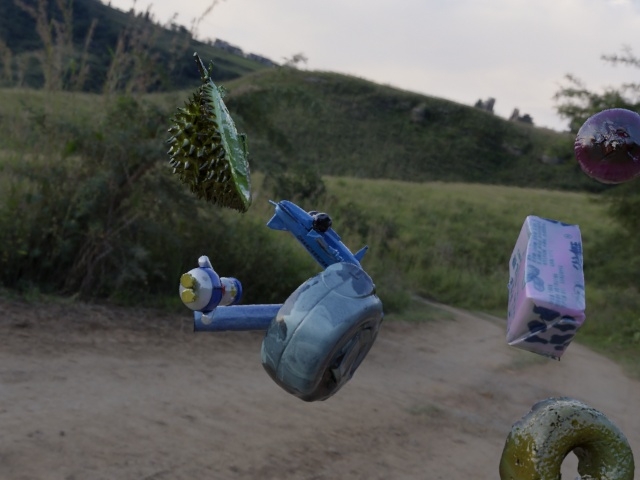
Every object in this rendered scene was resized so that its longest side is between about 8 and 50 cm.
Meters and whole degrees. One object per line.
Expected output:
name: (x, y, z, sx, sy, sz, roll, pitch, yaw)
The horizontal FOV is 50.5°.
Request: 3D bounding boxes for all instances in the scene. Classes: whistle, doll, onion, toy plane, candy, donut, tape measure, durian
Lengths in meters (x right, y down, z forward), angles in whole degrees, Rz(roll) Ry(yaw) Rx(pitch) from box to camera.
whistle: (-0.125, 0.170, 1.491, 0.304, 0.062, 0.062, -1, 3, -8)
doll: (-0.158, 0.074, 0.991, 0.057, 0.099, 0.143, -8, -11, 22)
onion: (0.441, -0.143, 1.019, 0.115, 0.115, 0.104, 18, 6, 23)
toy plane: (0.000, 0.000, 1.495, 0.271, 0.105, 0.254, 35, -3, -15)
candy: (0.262, 0.054, 0.795, 0.073, 0.092, 0.160, 15, 41, 5)
donut: (0.476, 0.434, 1.281, 0.271, 0.272, 0.107, 17, -11, -15)
tape measure: (0.016, 0.181, 1.318, 0.147, 0.275, 0.256, 34, -20, 25)
durian: (-0.132, -0.114, 0.835, 0.086, 0.215, 0.100, 3, 38, 23)
